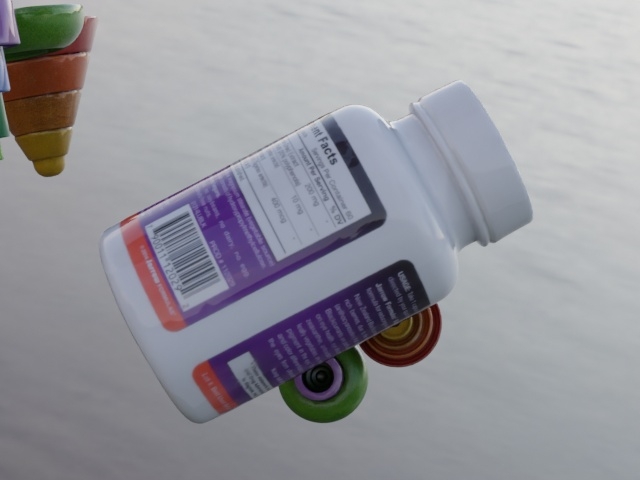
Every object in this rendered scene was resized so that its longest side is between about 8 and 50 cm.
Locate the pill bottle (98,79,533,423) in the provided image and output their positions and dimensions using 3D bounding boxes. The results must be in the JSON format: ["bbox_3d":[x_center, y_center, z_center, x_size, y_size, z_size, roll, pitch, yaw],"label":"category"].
[{"bbox_3d":[0.000,0.000,0.703,0.193,0.108,0.108,-27,22,0],"label":"pill bottle"}]

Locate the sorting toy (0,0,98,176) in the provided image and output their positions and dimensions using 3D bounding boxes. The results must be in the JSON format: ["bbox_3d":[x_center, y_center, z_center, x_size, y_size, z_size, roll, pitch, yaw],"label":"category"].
[{"bbox_3d":[-0.225,-0.103,1.063,0.127,0.126,0.365,-10,6,-3],"label":"sorting toy"}]

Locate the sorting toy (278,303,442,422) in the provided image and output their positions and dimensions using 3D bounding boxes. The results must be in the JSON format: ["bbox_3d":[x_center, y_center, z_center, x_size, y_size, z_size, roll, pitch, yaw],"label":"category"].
[{"bbox_3d":[0.016,0.055,0.783,0.061,0.102,0.042,54,3,9],"label":"sorting toy"}]
